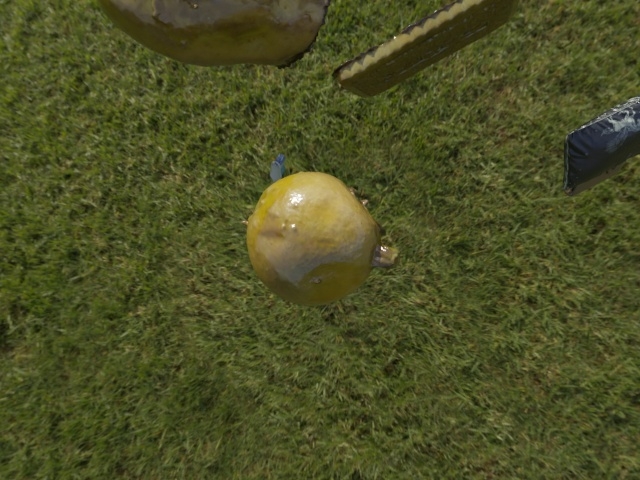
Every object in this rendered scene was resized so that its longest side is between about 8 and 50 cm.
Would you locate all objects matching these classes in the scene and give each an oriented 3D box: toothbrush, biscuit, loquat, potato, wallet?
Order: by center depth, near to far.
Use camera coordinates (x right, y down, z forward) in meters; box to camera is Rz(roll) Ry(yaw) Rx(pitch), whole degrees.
[{"bbox_3d":[0.000,0.000,0.569,0.204,0.149,0.172,9,120,14],"label":"loquat"},{"bbox_3d":[-0.156,-0.337,0.587,0.265,0.229,0.230,-9,82,-30],"label":"potato"},{"bbox_3d":[0.148,-0.270,0.628,0.254,0.172,0.029,-23,92,21],"label":"biscuit"},{"bbox_3d":[-0.087,-0.063,0.885,0.030,0.304,0.030,3,61,-5],"label":"toothbrush"},{"bbox_3d":[0.651,-0.167,1.049,0.152,0.118,0.039,-24,55,-9],"label":"wallet"}]

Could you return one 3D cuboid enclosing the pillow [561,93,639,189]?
[{"bbox_3d":[0.519,-0.181,0.789,0.208,0.141,0.055,-28,45,2],"label":"pillow"}]
